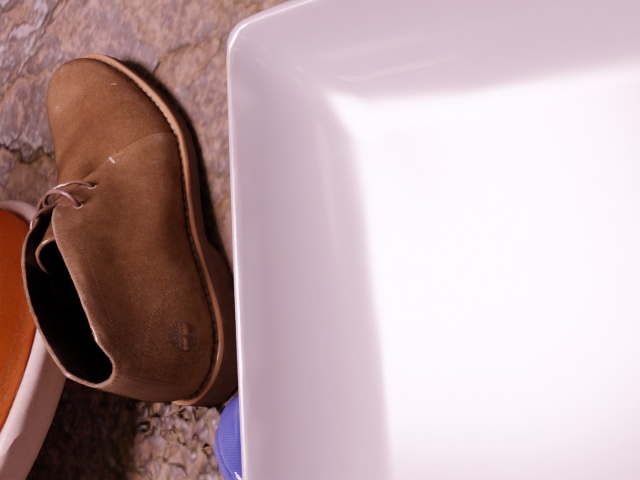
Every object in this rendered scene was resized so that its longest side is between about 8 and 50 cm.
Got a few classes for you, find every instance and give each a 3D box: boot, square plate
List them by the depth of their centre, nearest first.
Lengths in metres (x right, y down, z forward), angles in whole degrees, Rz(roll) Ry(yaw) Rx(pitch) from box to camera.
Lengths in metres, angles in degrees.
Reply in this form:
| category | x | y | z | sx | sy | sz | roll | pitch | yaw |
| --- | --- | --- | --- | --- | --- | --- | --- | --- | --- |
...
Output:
| category | x | y | z | sx | sy | sz | roll | pitch | yaw |
| --- | --- | --- | --- | --- | --- | --- | --- | --- | --- |
| square plate | 0.110 | 0.055 | 0.326 | 0.347 | 0.049 | 0.344 | -9 | 81 | 40 |
| boot | -0.153 | -0.026 | 0.704 | 0.112 | 0.115 | 0.305 | -47 | 53 | 31 |

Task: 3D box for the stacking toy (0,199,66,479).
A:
| category | x | y | z | sx | sy | sz | roll | pitch | yaw |
| --- | --- | --- | --- | --- | --- | --- | --- | --- | --- |
| stacking toy | -0.445 | 0.042 | 0.685 | 0.350 | 0.480 | 0.350 | -27 | 47 | 33 |

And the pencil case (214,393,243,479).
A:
| category | x | y | z | sx | sy | sz | roll | pitch | yaw |
| --- | --- | --- | --- | --- | --- | --- | --- | --- | --- |
| pencil case | 0.079 | 0.029 | 0.467 | 0.133 | 0.119 | 0.306 | 45 | 116 | 13 |
